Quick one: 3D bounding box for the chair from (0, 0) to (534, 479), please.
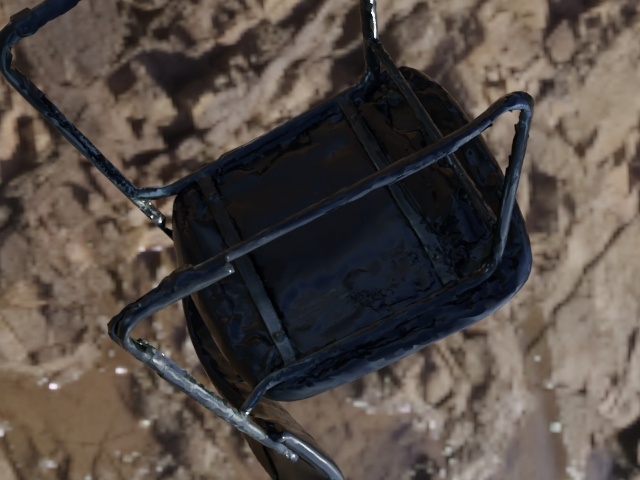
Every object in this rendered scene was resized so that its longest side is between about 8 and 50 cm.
[{"bbox_3d":[0.000,0.000,0.518,0.140,0.145,0.221,61,-2,36],"label":"chair"}]
